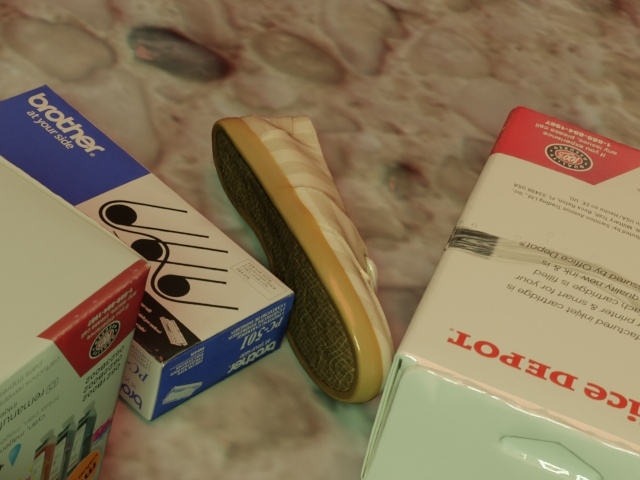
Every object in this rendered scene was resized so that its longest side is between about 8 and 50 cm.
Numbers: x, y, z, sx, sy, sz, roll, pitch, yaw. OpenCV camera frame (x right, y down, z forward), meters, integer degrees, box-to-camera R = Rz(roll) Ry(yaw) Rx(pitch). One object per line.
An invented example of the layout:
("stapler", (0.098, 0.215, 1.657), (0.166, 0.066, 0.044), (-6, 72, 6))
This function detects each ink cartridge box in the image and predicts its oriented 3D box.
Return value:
("ink cartridge box", (0.140, 0.053, 0.918), (0.172, 0.100, 0.237), (21, 40, 7))
("ink cartridge box", (-0.121, 0.001, 0.937), (0.207, 0.046, 0.097), (39, 45, 26))
("ink cartridge box", (-0.171, 0.068, 0.749), (0.127, 0.176, 0.128), (33, 44, 16))

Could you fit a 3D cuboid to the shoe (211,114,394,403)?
("shoe", (0.000, 0.000, 0.953), (0.058, 0.076, 0.219), (-10, 44, -19))
